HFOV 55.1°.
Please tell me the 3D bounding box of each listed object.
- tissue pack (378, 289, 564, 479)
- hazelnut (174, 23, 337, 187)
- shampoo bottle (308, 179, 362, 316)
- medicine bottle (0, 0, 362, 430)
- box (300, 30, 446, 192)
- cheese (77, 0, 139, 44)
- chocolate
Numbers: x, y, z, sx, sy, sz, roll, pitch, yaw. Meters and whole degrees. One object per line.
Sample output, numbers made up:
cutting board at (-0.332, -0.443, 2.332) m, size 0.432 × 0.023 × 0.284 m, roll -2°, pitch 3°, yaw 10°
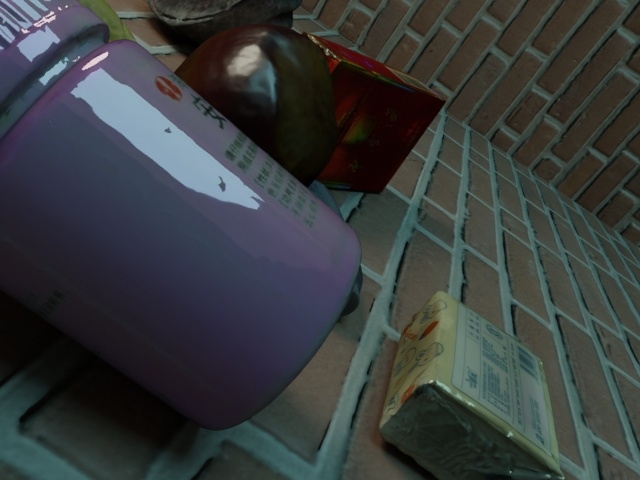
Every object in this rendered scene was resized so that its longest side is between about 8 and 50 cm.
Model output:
tissue pack at (0.146, 0.151, 0.604) m, size 0.148 × 0.092 × 0.196 m, roll 36°, pitch 23°, yaw 0°
hazelnut at (-0.091, -0.136, 0.706) m, size 0.230 × 0.229 × 0.229 m, roll 29°, pitch 25°, yaw -15°
shampoo bottle at (0.000, 0.000, 0.741) m, size 0.087 × 0.049 × 0.233 m, roll 21°, pitch 28°, yaw -24°
medicine bottle at (-0.132, -0.025, 0.406) m, size 0.291 × 0.178 × 0.178 m, roll 40°, pitch 22°, yaw -14°
box at (0.044, -0.180, 0.951) m, size 0.313 × 0.197 × 0.089 m, roll -1°, pitch 43°, yaw -53°
cheese at (-0.242, -0.144, 0.559) m, size 0.226 × 0.117 × 0.213 m, roll 46°, pitch 26°, yaw -41°
chocolate at (-0.151, -0.466, 1.172) m, size 0.303 × 0.303 × 0.213 m, roll 51°, pitch 2°, yaw 31°
